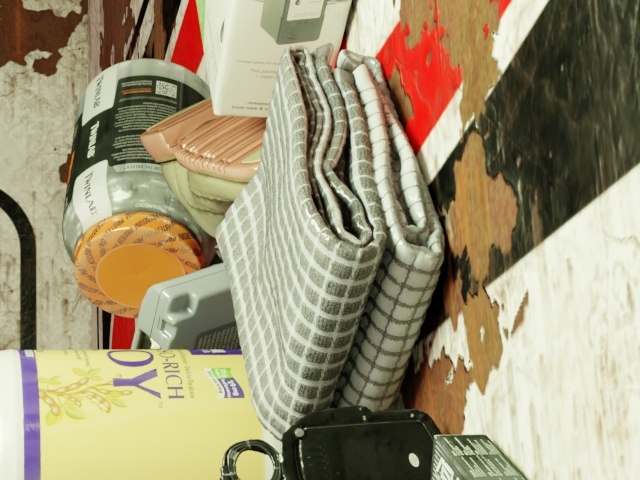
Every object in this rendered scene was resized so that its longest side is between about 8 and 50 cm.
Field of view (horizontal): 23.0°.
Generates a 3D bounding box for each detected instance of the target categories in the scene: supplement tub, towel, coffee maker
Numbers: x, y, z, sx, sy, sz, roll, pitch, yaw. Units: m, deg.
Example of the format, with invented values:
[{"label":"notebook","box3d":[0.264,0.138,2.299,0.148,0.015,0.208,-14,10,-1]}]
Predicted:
[{"label":"supplement tub","box3d":[-0.220,-0.065,1.961,0.316,0.193,0.193,-93,12,-48]},{"label":"towel","box3d":[0.000,0.000,1.293,0.284,0.121,0.235,-105,22,-47]},{"label":"coffee maker","box3d":[-0.003,0.203,1.181,0.178,0.171,0.120,115,171,-54]},{"label":"supplement tub","box3d":[-0.142,0.217,1.410,0.241,0.331,0.241,-179,90,-76]}]

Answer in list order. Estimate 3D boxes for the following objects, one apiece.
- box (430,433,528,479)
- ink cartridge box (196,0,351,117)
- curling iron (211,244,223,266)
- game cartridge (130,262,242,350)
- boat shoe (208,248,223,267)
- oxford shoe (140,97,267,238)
[{"label":"box","box3d":[0.110,0.241,0.991,0.191,0.045,0.184,-131,42,-69]},{"label":"ink cartridge box","box3d":[-0.039,-0.279,1.476,0.273,0.115,0.198,105,160,-45]},{"label":"curling iron","box3d":[-0.102,0.034,1.712,0.068,0.035,0.274,59,-176,0]},{"label":"game cartridge","box3d":[-0.118,0.148,1.606,0.062,0.198,0.297,34,124,28]},{"label":"boat shoe","box3d":[-0.149,0.099,1.927,0.319,0.099,0.116,-110,23,-57]},{"label":"oxford shoe","box3d":[-0.077,-0.071,1.673,0.146,0.140,0.397,65,169,-14]}]
